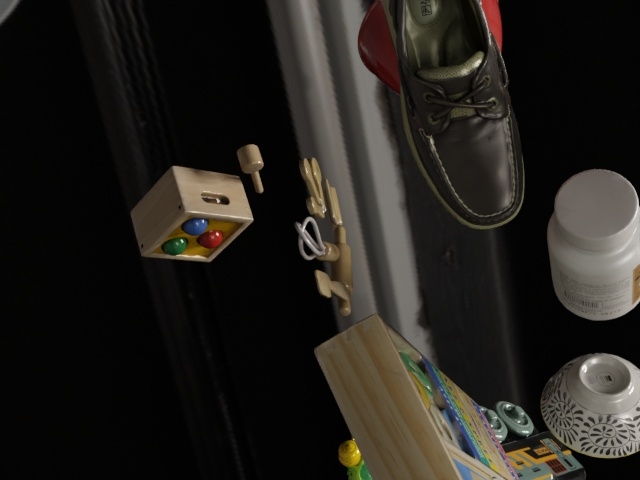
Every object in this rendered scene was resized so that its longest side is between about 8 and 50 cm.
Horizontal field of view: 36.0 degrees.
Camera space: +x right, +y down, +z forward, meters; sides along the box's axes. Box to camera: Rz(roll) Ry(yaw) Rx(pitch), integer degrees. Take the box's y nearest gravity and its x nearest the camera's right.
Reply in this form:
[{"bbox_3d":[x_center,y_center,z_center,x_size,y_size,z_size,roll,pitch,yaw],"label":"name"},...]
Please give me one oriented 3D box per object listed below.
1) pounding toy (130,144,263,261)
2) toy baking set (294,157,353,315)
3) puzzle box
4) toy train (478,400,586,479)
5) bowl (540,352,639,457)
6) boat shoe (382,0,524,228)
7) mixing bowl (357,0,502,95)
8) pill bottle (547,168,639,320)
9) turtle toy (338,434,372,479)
[{"bbox_3d":[-0.150,-0.051,1.483,0.206,0.181,0.094,-41,-123,37],"label":"pounding toy"},{"bbox_3d":[0.002,0.003,1.315,0.030,0.256,0.197,-16,-42,13],"label":"toy baking set"},{"bbox_3d":[0.144,0.261,0.638,0.052,0.272,0.409,-32,-120,8],"label":"puzzle box"},{"bbox_3d":[0.277,0.365,1.567,0.190,0.334,0.142,45,-63,33],"label":"toy train"},{"bbox_3d":[0.402,0.216,1.404,0.170,0.170,0.080,15,-42,22],"label":"bowl"},{"bbox_3d":[0.091,-0.115,0.700,0.080,0.073,0.224,-15,-90,7],"label":"boat shoe"},{"bbox_3d":[0.145,-0.223,1.169,0.181,0.181,0.098,-50,-133,36],"label":"mixing bowl"},{"bbox_3d":[0.372,0.006,1.319,0.131,0.131,0.229,13,-23,23],"label":"pill bottle"},{"bbox_3d":[0.066,0.234,1.104,0.066,0.130,0.095,4,-50,17],"label":"turtle toy"}]
